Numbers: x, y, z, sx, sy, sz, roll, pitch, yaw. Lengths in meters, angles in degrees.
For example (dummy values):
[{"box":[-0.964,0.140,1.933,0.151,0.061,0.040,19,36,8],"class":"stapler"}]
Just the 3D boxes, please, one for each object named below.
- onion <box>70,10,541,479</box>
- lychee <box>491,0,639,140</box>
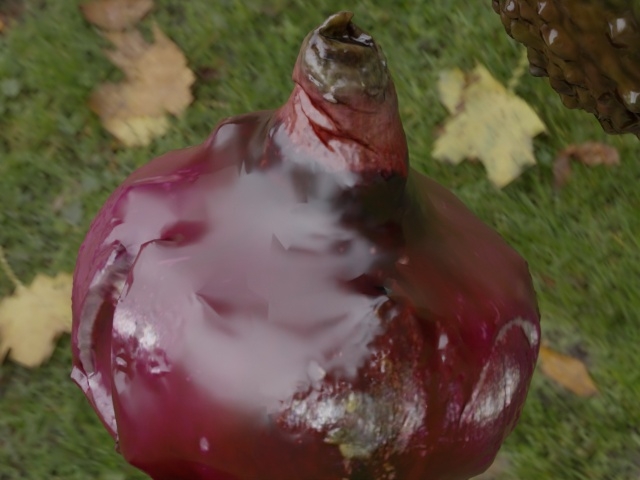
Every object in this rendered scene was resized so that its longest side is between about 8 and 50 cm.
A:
[{"box":[0.000,0.000,1.536,0.398,0.398,0.420,21,116,23],"class":"onion"},{"box":[0.130,-0.111,0.650,0.171,0.171,0.171,-5,73,18],"class":"lychee"}]
